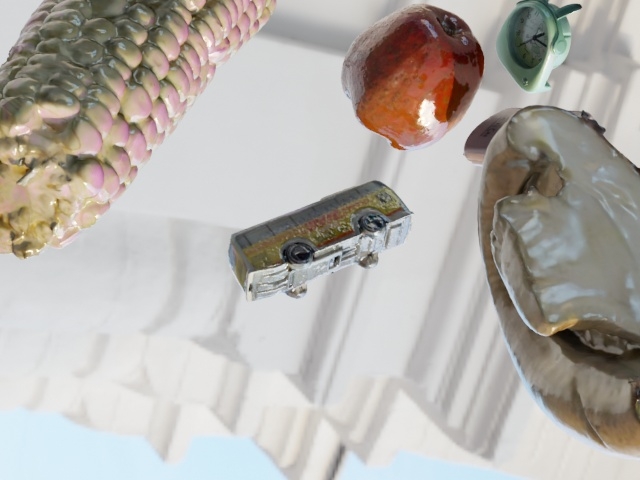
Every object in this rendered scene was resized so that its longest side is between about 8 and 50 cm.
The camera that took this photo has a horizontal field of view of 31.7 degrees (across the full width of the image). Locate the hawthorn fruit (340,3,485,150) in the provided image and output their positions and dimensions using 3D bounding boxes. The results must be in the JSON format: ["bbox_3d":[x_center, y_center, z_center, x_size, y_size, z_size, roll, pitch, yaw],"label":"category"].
[{"bbox_3d":[0.122,-0.212,1.450,0.189,0.189,0.189,-15,-108,55],"label":"hawthorn fruit"}]

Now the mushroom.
[{"bbox_3d":[0.187,0.048,0.850,0.151,0.156,0.285,121,-40,-51],"label":"mushroom"}]

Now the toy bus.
[{"bbox_3d":[0.000,0.000,1.615,0.106,0.268,0.092,56,-24,28],"label":"toy bus"}]

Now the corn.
[{"bbox_3d":[-0.122,-0.125,0.711,0.126,0.127,0.335,-45,-169,43],"label":"corn"}]

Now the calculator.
[{"bbox_3d":[0.249,-0.121,1.350,0.175,0.100,0.032,12,-41,53],"label":"calculator"}]

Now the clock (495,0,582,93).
[{"bbox_3d":[0.282,-0.263,1.445,0.101,0.041,0.135,62,-34,30],"label":"clock"}]
